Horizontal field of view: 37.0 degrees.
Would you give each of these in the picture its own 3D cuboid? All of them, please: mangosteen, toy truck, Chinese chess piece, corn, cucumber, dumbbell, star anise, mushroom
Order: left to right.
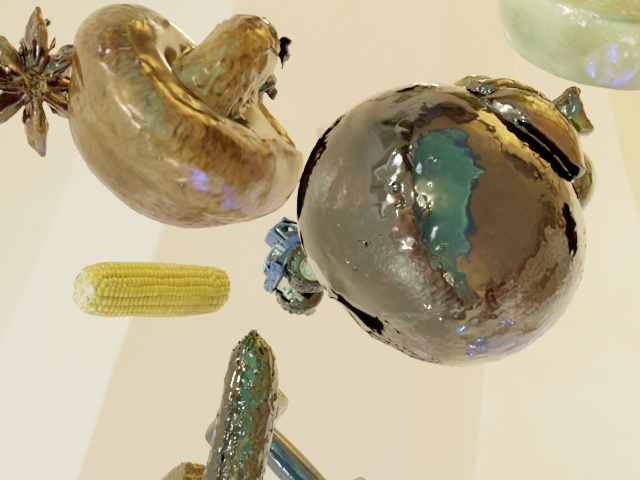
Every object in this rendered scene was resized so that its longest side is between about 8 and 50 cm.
[{"bbox_3d":[-0.324,-0.174,1.067,0.168,0.057,0.168,-1,-88,-34],"label":"star anise"},{"bbox_3d":[-0.239,0.071,1.367,0.248,0.081,0.081,4,-108,-46],"label":"corn"},{"bbox_3d":[-0.132,-0.130,0.997,0.263,0.195,0.283,44,-137,3],"label":"mushroom"},{"bbox_3d":[-0.082,0.209,0.943,0.067,0.067,0.245,10,-81,-47],"label":"cucumber"},{"bbox_3d":[-0.044,0.395,1.651,0.325,0.144,0.160,45,-113,7],"label":"dumbbell"},{"bbox_3d":[0.000,0.000,1.403,0.126,0.113,0.208,42,-119,8],"label":"toy truck"},{"bbox_3d":[0.106,-0.032,0.690,0.250,0.211,0.211,-44,-69,-19],"label":"mangosteen"},{"bbox_3d":[0.258,-0.215,0.873,0.083,0.188,0.188,95,-162,-44],"label":"Chinese chess piece"}]

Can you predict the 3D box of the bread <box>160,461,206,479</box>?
[{"bbox_3d":[-0.067,0.459,1.387,0.416,0.165,0.113,29,-143,-18],"label":"bread"}]
